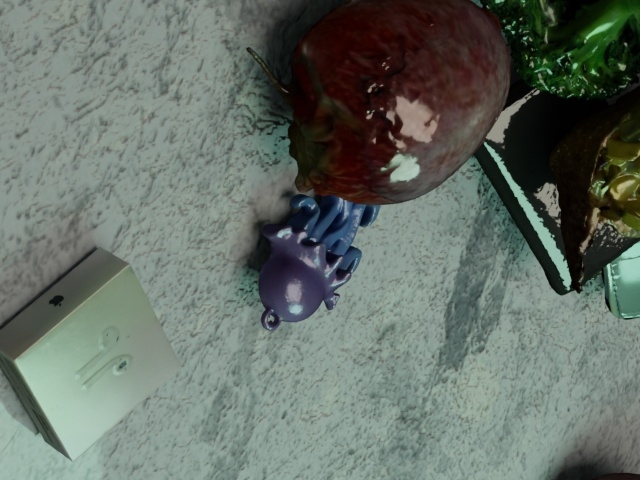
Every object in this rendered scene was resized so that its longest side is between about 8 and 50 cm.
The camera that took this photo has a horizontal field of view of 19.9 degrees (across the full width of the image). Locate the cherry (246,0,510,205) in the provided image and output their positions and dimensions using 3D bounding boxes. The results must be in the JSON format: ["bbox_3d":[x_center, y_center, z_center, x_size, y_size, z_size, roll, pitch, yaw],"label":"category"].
[{"bbox_3d":[0.075,-0.138,1.623,0.250,0.175,0.192,-36,120,-29],"label":"cherry"}]

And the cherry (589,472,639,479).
[{"bbox_3d":[0.358,0.393,2.137,0.285,0.213,0.236,0,119,-54],"label":"cherry"}]

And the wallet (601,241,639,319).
[{"bbox_3d":[0.377,-0.033,1.984,0.176,0.075,0.250,-13,125,5],"label":"wallet"}]

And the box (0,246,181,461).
[{"bbox_3d":[-0.200,0.097,1.558,0.129,0.051,0.130,-41,134,-22],"label":"box"}]

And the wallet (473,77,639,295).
[{"bbox_3d":[0.253,-0.065,1.872,0.149,0.044,0.250,-36,120,-1],"label":"wallet"}]

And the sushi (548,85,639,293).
[{"bbox_3d":[0.344,-0.088,1.772,0.296,0.179,0.167,-25,115,-7],"label":"sushi"}]

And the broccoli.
[{"bbox_3d":[0.283,-0.253,1.683,0.297,0.297,0.297,-11,123,-17],"label":"broccoli"}]

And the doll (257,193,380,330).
[{"bbox_3d":[0.000,0.000,1.700,0.110,0.067,0.206,48,63,-31],"label":"doll"}]
